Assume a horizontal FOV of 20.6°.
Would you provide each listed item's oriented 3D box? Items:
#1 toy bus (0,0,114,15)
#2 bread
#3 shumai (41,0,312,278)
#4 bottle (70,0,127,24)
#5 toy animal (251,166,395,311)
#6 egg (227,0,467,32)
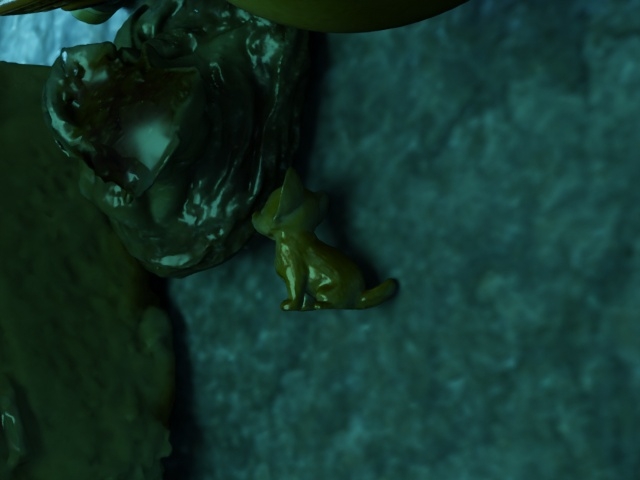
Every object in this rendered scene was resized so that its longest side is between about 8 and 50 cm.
[{"bbox_3d":[-0.133,-0.176,1.001,0.194,0.088,0.083,-3,102,60],"label":"toy bus"},{"bbox_3d":[-0.319,0.092,1.197,0.390,0.279,0.371,-28,75,44],"label":"bread"},{"bbox_3d":[-0.096,-0.075,1.049,0.161,0.153,0.209,43,118,28],"label":"shumai"},{"bbox_3d":[-0.092,-0.214,1.079,0.269,0.083,0.083,-37,66,50],"label":"bottle"},{"bbox_3d":[0.000,0.000,1.015,0.081,0.060,0.083,-6,85,22],"label":"toy animal"},{"bbox_3d":[0.028,-0.255,0.826,0.250,0.250,0.322,39,119,38],"label":"egg"}]
